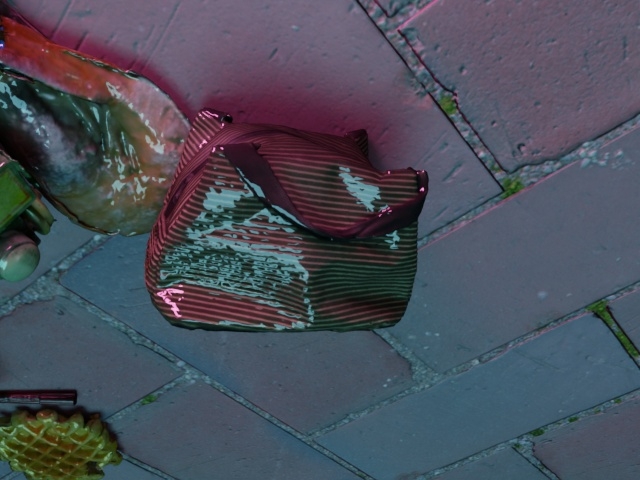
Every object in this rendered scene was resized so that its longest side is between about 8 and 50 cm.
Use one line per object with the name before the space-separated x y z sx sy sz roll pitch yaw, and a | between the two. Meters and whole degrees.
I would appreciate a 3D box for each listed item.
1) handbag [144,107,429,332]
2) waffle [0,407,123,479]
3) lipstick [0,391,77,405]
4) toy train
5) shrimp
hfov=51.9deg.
handbag | -0.042 -0.021 0.826 0.340 0.247 0.240 5 110 -21
waffle | -0.546 0.432 1.356 0.249 0.056 0.261 -3 135 -1
lipstick | -0.556 0.300 1.253 0.176 0.027 0.027 2 133 -4
toy train | -0.454 -0.053 0.790 0.271 0.159 0.188 29 155 20
shrimp | -0.302 -0.162 0.796 0.221 0.110 0.446 -24 133 10
